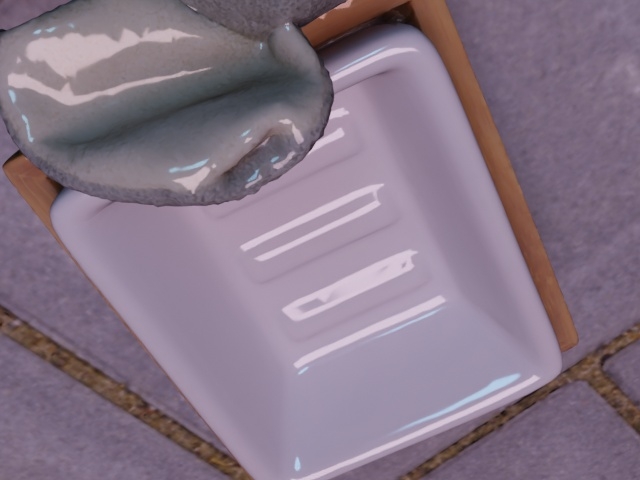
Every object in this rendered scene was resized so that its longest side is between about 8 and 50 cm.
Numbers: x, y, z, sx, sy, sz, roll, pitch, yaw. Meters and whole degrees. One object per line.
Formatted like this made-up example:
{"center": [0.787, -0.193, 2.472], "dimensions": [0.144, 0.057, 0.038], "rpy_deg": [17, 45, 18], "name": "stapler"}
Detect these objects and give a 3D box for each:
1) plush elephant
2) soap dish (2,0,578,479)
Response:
{"center": [-0.062, -0.170, 0.369], "dimensions": [0.255, 0.272, 0.330], "rpy_deg": [17, 152, -9], "name": "plush elephant"}
{"center": [0.000, 0.000, 0.599], "dimensions": [0.228, 0.118, 0.291], "rpy_deg": [-25, 128, 7], "name": "soap dish"}
